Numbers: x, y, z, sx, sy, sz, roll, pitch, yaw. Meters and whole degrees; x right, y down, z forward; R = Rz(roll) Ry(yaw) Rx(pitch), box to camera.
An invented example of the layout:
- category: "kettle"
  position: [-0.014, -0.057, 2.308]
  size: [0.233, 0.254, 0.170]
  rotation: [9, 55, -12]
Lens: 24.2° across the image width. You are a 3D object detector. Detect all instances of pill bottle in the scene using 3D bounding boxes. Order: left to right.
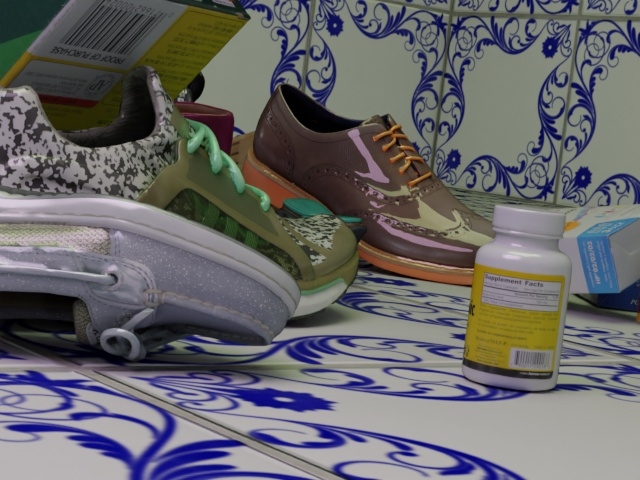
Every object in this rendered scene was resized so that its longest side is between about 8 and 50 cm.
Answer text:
- category: "pill bottle"
  position: [0.132, 0.037, 0.986]
  size: [0.065, 0.116, 0.065]
  rotation: [7, 4, -1]

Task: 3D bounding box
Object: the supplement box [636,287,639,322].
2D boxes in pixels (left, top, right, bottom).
- category: "supplement box"
  position: [0.410, 0.051, 1.434]
  size: [0.188, 0.081, 0.104]
  rotation: [4, 5, -34]

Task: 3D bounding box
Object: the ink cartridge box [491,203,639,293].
- category: "ink cartridge box"
  position: [0.248, 0.009, 1.496]
  size: [0.104, 0.062, 0.181]
  rotation: [-25, 15, -41]

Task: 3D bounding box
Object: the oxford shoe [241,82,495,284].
- category: "oxford shoe"
  position: [0.071, -0.061, 1.653]
  size: [0.363, 0.133, 0.130]
  rotation: [26, 26, 23]

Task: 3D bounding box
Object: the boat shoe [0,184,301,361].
- category: "boat shoe"
  position: [-0.174, 0.026, 0.903]
  size: [0.320, 0.103, 0.118]
  rotation: [12, -15, -6]

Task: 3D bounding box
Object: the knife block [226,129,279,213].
- category: "knife block"
  position: [-0.021, -0.065, 1.921]
  size: [0.242, 0.088, 0.275]
  rotation: [17, -22, -42]

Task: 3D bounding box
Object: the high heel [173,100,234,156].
- category: "high heel"
  position: [-0.254, -0.145, 1.353]
  size: [0.377, 0.181, 0.127]
  rotation: [33, 29, 0]

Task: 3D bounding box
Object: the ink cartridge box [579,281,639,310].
- category: "ink cartridge box"
  position: [0.327, 0.042, 1.631]
  size: [0.097, 0.046, 0.207]
  rotation: [7, 5, -4]

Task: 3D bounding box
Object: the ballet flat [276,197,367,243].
- category: "ballet flat"
  position: [0.000, 0.000, 1.524]
  size: [0.074, 0.074, 0.203]
  rotation: [6, 6, -16]

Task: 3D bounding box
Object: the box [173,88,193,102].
- category: "box"
  position: [-0.210, -0.074, 1.484]
  size: [0.184, 0.191, 0.045]
  rotation: [3, -30, -22]

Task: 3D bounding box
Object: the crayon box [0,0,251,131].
- category: "crayon box"
  position: [-0.228, -0.102, 1.148]
  size: [0.081, 0.318, 0.202]
  rotation: [54, 23, 18]

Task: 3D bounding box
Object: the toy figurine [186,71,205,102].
- category: "toy figurine"
  position: [-0.224, -0.109, 1.664]
  size: [0.148, 0.213, 0.209]
  rotation: [-11, 9, -34]

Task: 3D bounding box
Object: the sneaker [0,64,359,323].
- category: "sneaker"
  position: [-0.105, -0.036, 1.117]
  size: [0.158, 0.182, 0.410]
  rotation: [11, 7, 38]
